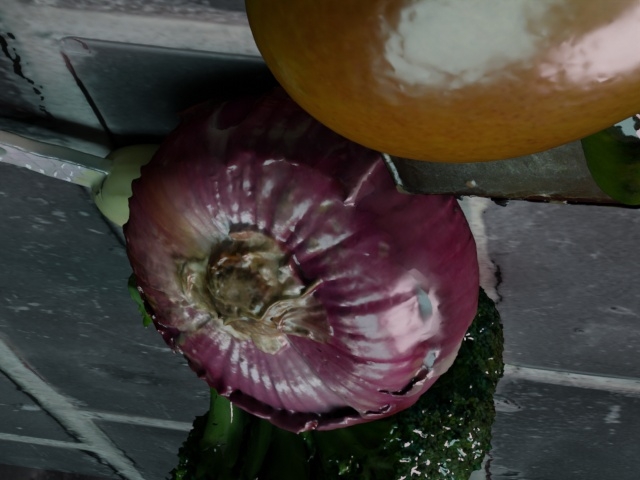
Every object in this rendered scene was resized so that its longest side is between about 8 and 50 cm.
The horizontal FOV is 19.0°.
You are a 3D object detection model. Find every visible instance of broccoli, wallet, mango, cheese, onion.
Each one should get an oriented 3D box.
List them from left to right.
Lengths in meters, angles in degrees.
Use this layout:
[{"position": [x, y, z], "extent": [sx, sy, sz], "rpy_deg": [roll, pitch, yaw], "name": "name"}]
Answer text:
[{"position": [-0.125, -0.038, 1.273], "extent": [0.255, 0.050, 0.127], "rpy_deg": [15, 163, -23], "name": "cheese"}, {"position": [-0.004, 0.112, 1.436], "extent": [0.297, 0.297, 0.297], "rpy_deg": [-8, 131, 45], "name": "broccoli"}, {"position": [0.000, 0.000, 1.174], "extent": [0.230, 0.230, 0.163], "rpy_deg": [-6, -158, 42], "name": "onion"}, {"position": [0.121, -0.066, 0.974], "extent": [0.232, 0.031, 0.122], "rpy_deg": [6, 140, 34], "name": "wallet"}, {"position": [0.086, -0.124, 0.692], "extent": [0.254, 0.139, 0.175], "rpy_deg": [-24, 137, 23], "name": "mango"}]

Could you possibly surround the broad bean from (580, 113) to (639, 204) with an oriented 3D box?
[{"position": [0.073, -0.113, 0.840], "extent": [0.292, 0.049, 0.144], "rpy_deg": [27, 140, -21], "name": "broad bean"}]
